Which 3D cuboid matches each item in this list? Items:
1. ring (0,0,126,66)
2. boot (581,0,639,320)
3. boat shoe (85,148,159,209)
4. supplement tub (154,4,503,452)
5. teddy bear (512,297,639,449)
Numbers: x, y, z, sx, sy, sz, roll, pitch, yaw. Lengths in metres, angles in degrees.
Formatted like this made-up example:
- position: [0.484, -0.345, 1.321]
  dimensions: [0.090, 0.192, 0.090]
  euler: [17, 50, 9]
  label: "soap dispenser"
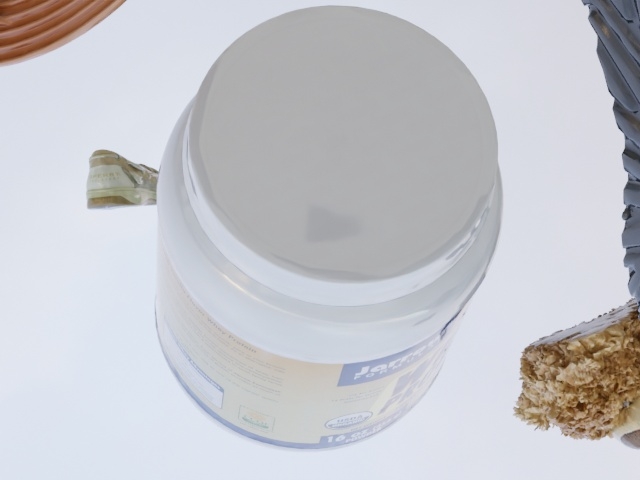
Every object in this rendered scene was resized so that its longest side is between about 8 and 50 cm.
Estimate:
- position: [-0.180, -0.265, 1.056]
  dimensions: [0.336, 0.336, 0.032]
  euler: [47, -165, 34]
  label: "ring"
- position: [0.264, -0.088, 0.841]
  dimensions: [0.131, 0.348, 0.260]
  euler: [22, -128, 41]
  label: "boot"
- position: [-0.162, -0.051, 1.467]
  dimensions: [0.056, 0.048, 0.153]
  euler: [-5, -179, 11]
  label: "boat shoe"
- position: [0.000, 0.000, 1.219]
  dimensions: [0.228, 0.316, 0.228]
  euler: [2, -113, -5]
  label: "supplement tub"
- position: [0.320, 0.086, 1.483]
  dimensions: [0.338, 0.245, 0.113]
  euler: [-21, -90, -49]
  label: "teddy bear"
